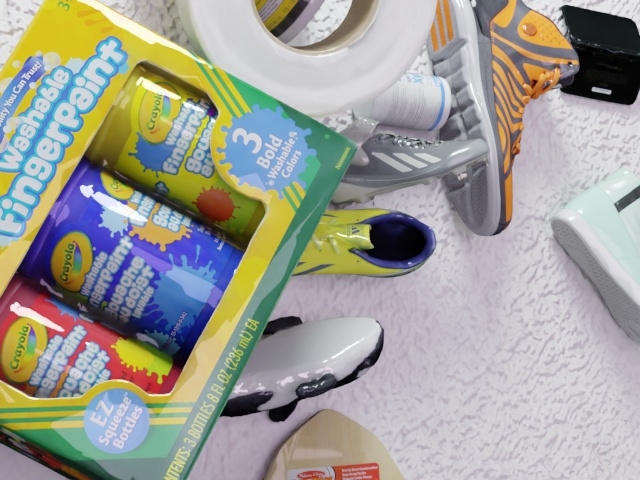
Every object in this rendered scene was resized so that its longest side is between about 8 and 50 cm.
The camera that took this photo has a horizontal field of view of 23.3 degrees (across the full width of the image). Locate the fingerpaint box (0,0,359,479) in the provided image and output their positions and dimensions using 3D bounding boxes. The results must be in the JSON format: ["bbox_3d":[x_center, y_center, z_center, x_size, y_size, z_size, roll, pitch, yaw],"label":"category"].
[{"bbox_3d":[-0.226,0.011,1.636,0.371,0.163,0.445,29,71,-3],"label":"fingerpaint box"}]

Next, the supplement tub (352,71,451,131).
[{"bbox_3d":[0.101,-0.174,1.914,0.107,0.071,0.071,5,81,-26],"label":"supplement tub"}]

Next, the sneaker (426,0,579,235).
[{"bbox_3d":[0.247,-0.168,1.953,0.180,0.124,0.321,-3,84,-25],"label":"sneaker"}]

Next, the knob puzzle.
[{"bbox_3d":[0.011,0.296,1.830,0.213,0.030,0.213,3,82,-24],"label":"knob puzzle"}]

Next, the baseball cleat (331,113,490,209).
[{"bbox_3d":[0.094,-0.108,1.853,0.206,0.072,0.109,-18,95,9],"label":"baseball cleat"}]

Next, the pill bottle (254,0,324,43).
[{"bbox_3d":[-0.095,-0.334,1.816,0.208,0.119,0.119,34,70,-18],"label":"pill bottle"}]

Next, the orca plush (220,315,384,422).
[{"bbox_3d":[-0.054,0.182,1.778,0.287,0.151,0.102,-29,127,-29],"label":"orca plush"}]

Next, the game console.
[{"bbox_3d":[0.374,-0.249,2.087,0.122,0.071,0.107,7,110,-24],"label":"game console"}]

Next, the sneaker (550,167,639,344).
[{"bbox_3d":[0.432,0.026,2.027,0.151,0.094,0.256,-39,98,-18],"label":"sneaker"}]

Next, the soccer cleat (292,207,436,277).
[{"bbox_3d":[0.000,-0.001,1.814,0.289,0.121,0.093,0,83,-25],"label":"soccer cleat"}]

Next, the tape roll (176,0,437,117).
[{"bbox_3d":[-0.016,-0.282,1.730,0.286,0.100,0.286,-3,101,-14],"label":"tape roll"}]
